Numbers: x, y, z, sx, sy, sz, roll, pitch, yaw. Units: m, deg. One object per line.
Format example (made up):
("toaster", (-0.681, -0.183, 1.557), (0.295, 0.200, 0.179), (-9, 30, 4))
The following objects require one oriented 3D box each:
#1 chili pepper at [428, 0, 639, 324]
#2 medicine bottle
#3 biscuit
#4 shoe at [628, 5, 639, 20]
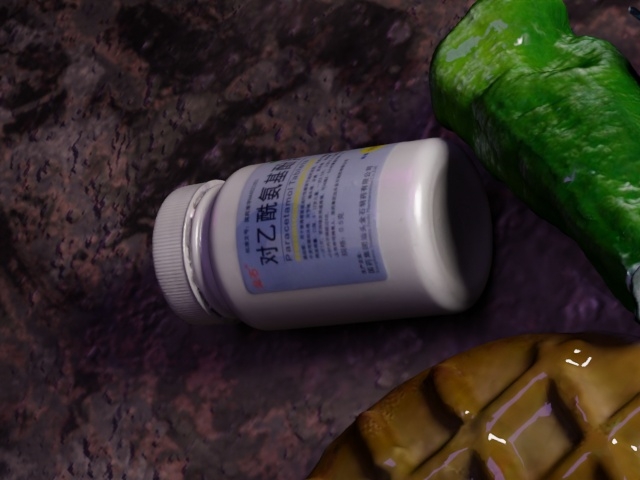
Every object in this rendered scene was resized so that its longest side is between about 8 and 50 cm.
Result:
("chili pepper", (0.144, -0.052, 0.888), (0.270, 0.136, 0.099), (57, 136, 40))
("medicine bottle", (0.000, 0.000, 0.965), (0.186, 0.103, 0.103), (-6, 65, 30))
("biscuit", (0.110, 0.203, 0.800), (0.332, 0.103, 0.332), (-14, 61, 28))
("shoe", (0.270, -0.140, 0.865), (0.207, 0.091, 0.106), (-16, 34, 11))
